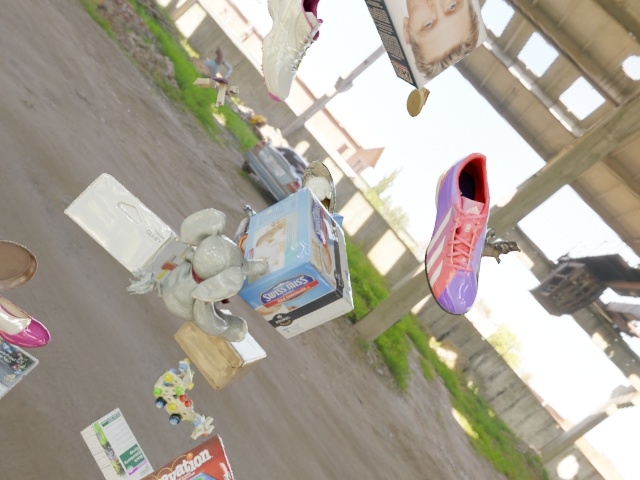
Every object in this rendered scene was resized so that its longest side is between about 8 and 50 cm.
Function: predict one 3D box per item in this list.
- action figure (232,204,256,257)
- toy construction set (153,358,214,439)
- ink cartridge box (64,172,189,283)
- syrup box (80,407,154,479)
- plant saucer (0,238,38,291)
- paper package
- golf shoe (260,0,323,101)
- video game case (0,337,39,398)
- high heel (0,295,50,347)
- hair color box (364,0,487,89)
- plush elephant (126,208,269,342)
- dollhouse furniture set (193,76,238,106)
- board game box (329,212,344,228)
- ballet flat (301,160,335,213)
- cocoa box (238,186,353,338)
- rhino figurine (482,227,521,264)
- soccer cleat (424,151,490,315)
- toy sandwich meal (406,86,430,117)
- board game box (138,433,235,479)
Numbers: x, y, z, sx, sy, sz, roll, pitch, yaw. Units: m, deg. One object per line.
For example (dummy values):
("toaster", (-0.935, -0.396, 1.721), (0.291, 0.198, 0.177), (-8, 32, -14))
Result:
("action figure", (-0.218, 0.063, 1.559), (0.341, 0.178, 0.330), (53, -12, 3))
("toy construction set", (-0.564, 0.663, 1.798), (0.327, 0.215, 0.151), (65, 16, -5))
("ink cartridge box", (-0.552, -0.013, 1.349), (0.279, 0.160, 0.384), (40, -11, 5))
("syrup box", (-0.626, 0.657, 1.345), (0.237, 0.096, 0.093), (57, 31, 5))
("plant saucer", (-0.786, 0.056, 1.055), (0.029, 0.168, 0.168), (54, 7, 39))
("paper package", (-0.419, 0.450, 1.857), (0.309, 0.168, 0.325), (46, 1, 14))
("golf shoe", (-0.069, -0.508, 1.103), (0.140, 0.306, 0.115), (14, 19, 21))
("video game case", (-0.926, 0.353, 1.202), (0.190, 0.173, 0.022), (31, -41, 5))
("high heel", (-0.792, 0.182, 1.092), (0.244, 0.082, 0.117), (30, -40, 12))
("hair color box", (0.168, -0.477, 0.789), (0.347, 0.174, 0.105), (51, 5, -41))
("plush elephant", (-0.257, 0.080, 1.071), (0.330, 0.255, 0.272), (22, 46, -51))
("dollhouse furniture set", (-0.326, -0.444, 1.330), (0.114, 0.081, 0.091), (11, 3, 26))
("board game box", (0.000, 0.000, 1.702), (0.160, 0.210, 0.047), (-4, 24, -40))
("ballet flat", (-0.013, -0.128, 1.980), (0.182, 0.164, 0.482), (-147, -119, -87))
("cocoa box", (-0.069, 0.057, 1.274), (0.228, 0.231, 0.347), (51, 22, -34))
("rhino figurine", (0.422, 0.011, 1.168), (0.243, 0.106, 0.073), (17, -57, 52))
("soccer cleat", (0.273, -0.017, 0.845), (0.109, 0.318, 0.116), (10, -17, -3))
("toy sandwich meal", (0.261, -0.372, 1.167), (0.029, 0.085, 0.085), (-2, 34, -24))
("board game box", (-0.353, 0.617, 1.069), (0.145, 0.281, 0.027), (55, -10, 39))
